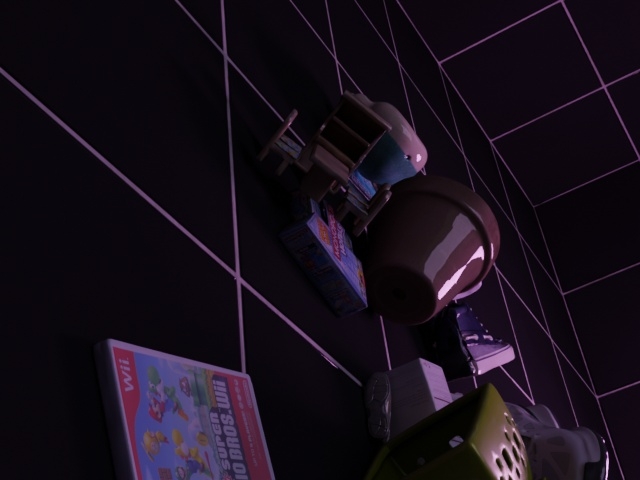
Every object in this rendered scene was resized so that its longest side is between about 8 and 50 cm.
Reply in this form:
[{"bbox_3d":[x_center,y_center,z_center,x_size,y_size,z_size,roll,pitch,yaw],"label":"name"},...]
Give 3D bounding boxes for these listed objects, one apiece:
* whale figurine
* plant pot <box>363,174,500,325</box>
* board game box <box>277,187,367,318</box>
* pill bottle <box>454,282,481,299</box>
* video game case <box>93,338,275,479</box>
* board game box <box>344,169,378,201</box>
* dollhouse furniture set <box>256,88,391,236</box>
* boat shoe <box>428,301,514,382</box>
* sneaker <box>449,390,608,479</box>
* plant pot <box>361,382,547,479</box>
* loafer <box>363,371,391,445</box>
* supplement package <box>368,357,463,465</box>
[{"bbox_3d":[0.106,-0.215,2.055,0.216,0.141,0.272,48,0,-39],"label":"whale figurine"},{"bbox_3d":[0.191,0.040,1.871,0.263,0.263,0.229,58,38,-19],"label":"plant pot"},{"bbox_3d":[0.000,0.000,1.658,0.194,0.060,0.194,48,26,-42],"label":"board game box"},{"bbox_3d":[0.305,0.041,2.320,0.108,0.108,0.180,29,40,-59],"label":"pill bottle"},{"bbox_3d":[-0.137,0.228,1.085,0.285,0.025,0.204,29,41,-59],"label":"video game case"},{"bbox_3d":[0.070,-0.141,2.058,0.186,0.026,0.126,44,29,-46],"label":"board game box"},{"bbox_3d":[0.032,-0.154,1.673,0.212,0.161,0.242,38,12,-6],"label":"dollhouse furniture set"},{"bbox_3d":[0.333,0.209,2.155,0.340,0.127,0.158,-1,75,-68],"label":"boat shoe"},{"bbox_3d":[0.313,0.373,1.696,0.447,0.257,0.169,-158,-102,-84],"label":"sneaker"},{"bbox_3d":[0.206,0.379,1.433,0.207,0.227,0.228,54,22,-1],"label":"plant pot"},{"bbox_3d":[0.096,0.279,1.608,0.039,0.045,0.125,69,17,-47],"label":"loafer"},{"bbox_3d":[0.169,0.307,1.655,0.105,0.105,0.179,30,39,-58],"label":"supplement package"}]
